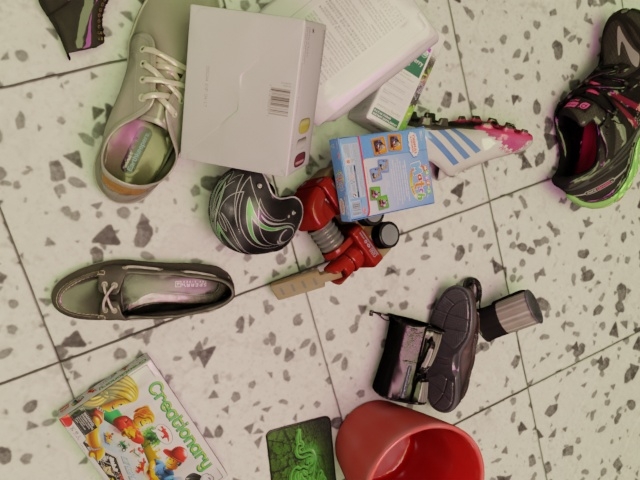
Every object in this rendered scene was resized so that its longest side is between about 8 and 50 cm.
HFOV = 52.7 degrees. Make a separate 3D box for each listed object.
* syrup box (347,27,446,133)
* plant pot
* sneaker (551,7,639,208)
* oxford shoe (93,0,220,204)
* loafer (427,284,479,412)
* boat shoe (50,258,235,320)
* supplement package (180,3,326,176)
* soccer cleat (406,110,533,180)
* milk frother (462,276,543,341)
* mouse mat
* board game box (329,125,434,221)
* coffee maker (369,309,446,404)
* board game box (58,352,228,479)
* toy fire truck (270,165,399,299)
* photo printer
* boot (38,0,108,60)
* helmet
[{"bbox_3d":[0.159,-0.341,1.351,0.093,0.096,0.236,25,88,-25],"label":"syrup box"},{"bbox_3d":[0.166,0.473,1.381,0.275,0.243,0.274,-3,99,-22],"label":"plant pot"},{"bbox_3d":[0.673,-0.318,1.520,0.202,0.185,0.482,12,91,-27],"label":"sneaker"},{"bbox_3d":[-0.283,-0.275,1.161,0.169,0.130,0.448,21,87,-22],"label":"oxford shoe"},{"bbox_3d":[0.312,0.246,1.503,0.095,0.109,0.302,-4,104,-49],"label":"loafer"},{"bbox_3d":[-0.323,0.093,1.208,0.336,0.095,0.112,-3,98,-22],"label":"boat shoe"},{"bbox_3d":[-0.118,-0.266,1.147,0.204,0.145,0.261,12,109,11],"label":"supplement package"},{"bbox_3d":[0.313,-0.203,1.438,0.332,0.116,0.143,1,112,-20],"label":"soccer cleat"},{"bbox_3d":[0.417,0.141,1.495,0.135,0.129,0.143,-27,121,29],"label":"milk frother"},{"bbox_3d":[-0.040,0.491,1.428,0.153,0.007,0.189,-9,101,-21],"label":"mouse mat"},{"bbox_3d":[0.125,-0.133,1.274,0.212,0.039,0.160,-12,97,-29],"label":"board game box"},{"bbox_3d":[0.174,0.260,1.439,0.171,0.120,0.178,16,90,15],"label":"coffee maker"},{"bbox_3d":[-0.340,0.398,1.265,0.193,0.053,0.305,-33,108,-16],"label":"board game box"},{"bbox_3d":[0.000,0.000,1.309,0.246,0.159,0.217,-46,112,-27],"label":"toy fire truck"},{"bbox_3d":[0.030,-0.390,1.237,0.308,0.107,0.256,-38,97,7],"label":"photo printer"},{"bbox_3d":[-0.382,-0.413,1.137,0.198,0.077,0.136,-21,109,-5],"label":"boot"},{"bbox_3d":[-0.134,-0.059,1.232,0.162,0.169,0.169,19,89,-41],"label":"helmet"}]
